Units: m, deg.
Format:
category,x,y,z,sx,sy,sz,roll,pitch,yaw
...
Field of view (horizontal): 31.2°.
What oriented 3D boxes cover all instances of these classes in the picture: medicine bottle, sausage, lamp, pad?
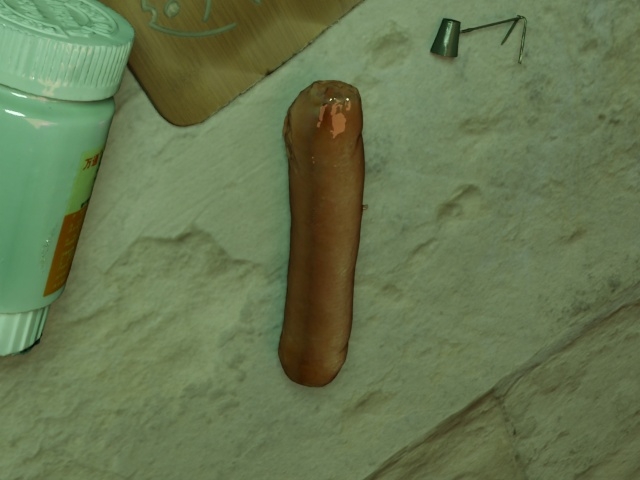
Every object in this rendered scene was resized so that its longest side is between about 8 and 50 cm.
category,x,y,z,sx,sy,sz,roll,pitch,yaw
medicine bottle,-0.281,-0.061,1.026,0.158,0.158,0.318,2,120,-38
sausage,0.000,0.000,1.333,0.094,0.094,0.419,-30,137,-36
lamp,0.184,-0.240,1.332,0.121,0.041,0.054,-2,113,-32
pad,-0.089,-0.275,1.110,0.284,0.018,0.286,-38,136,-7
